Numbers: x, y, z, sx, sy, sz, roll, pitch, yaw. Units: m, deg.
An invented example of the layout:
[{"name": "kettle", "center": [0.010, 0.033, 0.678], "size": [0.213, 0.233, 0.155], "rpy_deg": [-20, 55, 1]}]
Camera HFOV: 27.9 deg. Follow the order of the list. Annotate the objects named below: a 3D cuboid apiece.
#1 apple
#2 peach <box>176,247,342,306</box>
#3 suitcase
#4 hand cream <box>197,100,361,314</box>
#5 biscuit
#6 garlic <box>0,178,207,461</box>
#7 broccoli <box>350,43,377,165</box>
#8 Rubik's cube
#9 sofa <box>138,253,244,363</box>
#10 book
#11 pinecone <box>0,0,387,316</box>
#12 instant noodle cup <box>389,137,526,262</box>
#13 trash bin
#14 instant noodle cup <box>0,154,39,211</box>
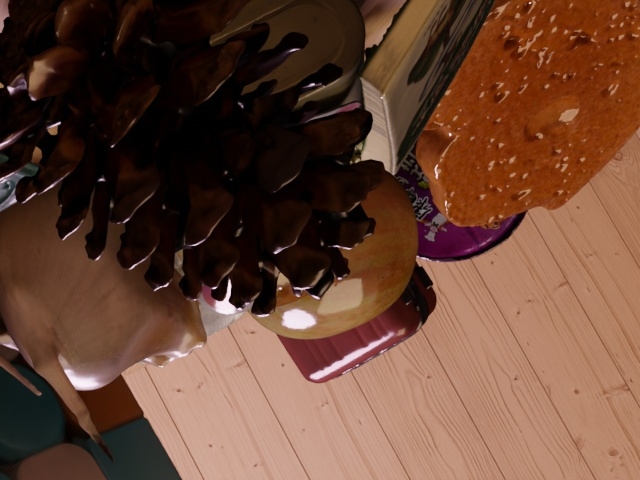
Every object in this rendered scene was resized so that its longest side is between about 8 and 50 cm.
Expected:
[{"name": "apple", "center": [0.000, 0.000, 1.715], "size": [0.234, 0.257, 0.257], "rpy_deg": [-15, 167, -24]}, {"name": "peach", "center": [-0.053, -0.036, 1.500], "size": [0.235, 0.214, 0.214], "rpy_deg": [-33, 175, -23]}, {"name": "suitcase", "center": [0.013, 0.045, 1.952], "size": [0.236, 0.297, 0.161], "rpy_deg": [-32, 180, 30]}, {"name": "hand cream", "center": [-0.059, -0.017, 1.231], "size": [0.124, 0.078, 0.341], "rpy_deg": [-22, 161, -29]}, {"name": "biscuit", "center": [0.269, -0.181, 1.593], "size": [0.349, 0.078, 0.455], "rpy_deg": [-30, 146, -1]}, {"name": "garlic", "center": [-0.275, 0.070, 1.274], "size": [0.231, 0.246, 0.340], "rpy_deg": [-19, -169, 14]}, {"name": "broccoli", "center": [0.021, -0.140, 1.393], "size": [0.131, 0.130, 0.120], "rpy_deg": [-10, -164, -16]}, {"name": "Rubik's cube", "center": [-0.435, 0.279, 1.526], "size": [0.347, 0.347, 0.344], "rpy_deg": [-42, 164, 33]}, {"name": "sofa", "center": [-0.248, 0.057, 1.904], "size": [0.210, 0.176, 0.225], "rpy_deg": [-25, -160, -28]}, {"name": "book", "center": [0.115, -0.203, 1.174], "size": [0.260, 0.043, 0.371], "rpy_deg": [-59, 174, -3]}, {"name": "pinecone", "center": [-0.077, -0.076, 0.854], "size": [0.246, 0.292, 0.246], "rpy_deg": [-43, -161, 19]}, {"name": "instant noodle cup", "center": [0.184, -0.102, 1.883], "size": [0.251, 0.251, 0.190], "rpy_deg": [-30, -177, 8]}, {"name": "trash bin", "center": [-0.066, -0.122, 1.202], "size": [0.243, 0.121, 0.247], "rpy_deg": [-28, 170, -7]}, {"name": "instant noodle cup", "center": [-0.320, -0.039, 0.988], "size": [0.179, 0.070, 0.157], "rpy_deg": [-29, 172, 6]}]
